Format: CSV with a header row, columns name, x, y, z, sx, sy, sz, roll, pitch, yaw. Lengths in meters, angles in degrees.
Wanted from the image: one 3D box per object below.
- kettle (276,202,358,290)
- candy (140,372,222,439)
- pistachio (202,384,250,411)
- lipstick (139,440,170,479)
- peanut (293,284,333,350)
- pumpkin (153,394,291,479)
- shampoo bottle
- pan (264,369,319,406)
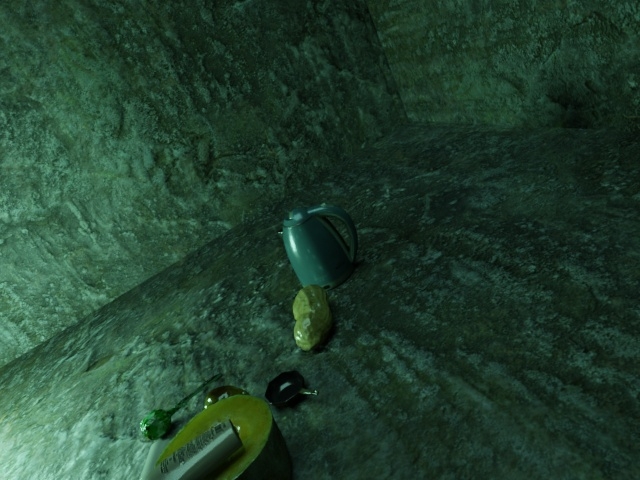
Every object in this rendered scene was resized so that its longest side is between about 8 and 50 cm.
name,x,y,z,sx,sy,sz,roll,pitch,yaw
kettle,0.000,0.000,1.879,0.319,0.342,0.247,-21,24,12
candy,-0.481,0.570,1.586,0.323,0.097,0.097,-35,25,-34
pistachio,-0.313,0.533,1.442,0.189,0.100,0.110,-16,26,21
lipstick,-0.478,0.723,1.251,0.087,0.087,0.327,-24,25,8
peanut,-0.030,0.275,1.636,0.147,0.147,0.305,-24,29,7
pumpkin,-0.241,0.594,1.166,0.332,0.199,0.332,-18,20,7
shampoo bottle,-0.307,0.520,1.035,0.257,0.078,0.127,-29,16,-16
pan,-0.088,0.479,1.382,0.128,0.048,0.202,-37,25,-18
